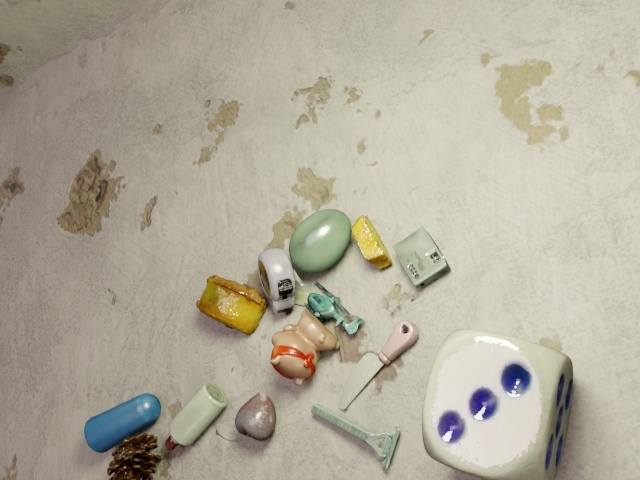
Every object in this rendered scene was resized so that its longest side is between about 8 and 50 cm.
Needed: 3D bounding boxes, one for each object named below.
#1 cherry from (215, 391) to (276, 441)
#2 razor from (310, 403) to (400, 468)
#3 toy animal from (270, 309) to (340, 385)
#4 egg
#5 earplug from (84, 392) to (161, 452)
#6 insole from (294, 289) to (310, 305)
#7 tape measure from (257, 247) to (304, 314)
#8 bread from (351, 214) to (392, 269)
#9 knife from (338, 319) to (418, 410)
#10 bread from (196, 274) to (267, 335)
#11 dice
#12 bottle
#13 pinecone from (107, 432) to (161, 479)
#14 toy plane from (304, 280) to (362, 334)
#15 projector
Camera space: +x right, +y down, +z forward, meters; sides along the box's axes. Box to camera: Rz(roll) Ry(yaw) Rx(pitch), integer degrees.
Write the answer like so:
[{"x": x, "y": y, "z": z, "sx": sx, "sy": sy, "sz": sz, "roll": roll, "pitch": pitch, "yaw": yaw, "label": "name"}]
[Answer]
[{"x": -0.222, "y": 0.542, "z": 1.689, "sx": 0.188, "sy": 0.115, "sz": 0.148, "roll": 7, "pitch": 95, "yaw": 37, "label": "cherry"}, {"x": 0.087, "y": 0.533, "z": 1.549, "sx": 0.277, "sy": 0.056, "sz": 0.111, "roll": 16, "pitch": 82, "yaw": 33, "label": "razor"}, {"x": -0.057, "y": 0.328, "z": 1.642, "sx": 0.197, "sy": 0.171, "sz": 0.171, "roll": -44, "pitch": 55, "yaw": -13, "label": "toy animal"}, {"x": 0.000, "y": 0.000, "z": 1.723, "sx": 0.231, "sy": 0.168, "sz": 0.168, "roll": -46, "pitch": 57, "yaw": 7, "label": "egg"}, {"x": -0.679, "y": 0.628, "z": 1.912, "sx": 0.272, "sy": 0.132, "sz": 0.133, "roll": -30, "pitch": 60, "yaw": 13, "label": "earplug"}, {"x": -0.115, "y": 0.180, "z": 1.818, "sx": 0.191, "sy": 0.010, "sz": 0.063, "roll": 10, "pitch": 77, "yaw": 32, "label": "insole"}, {"x": -0.132, "y": 0.116, "z": 1.752, "sx": 0.105, "sy": 0.178, "sz": 0.196, "roll": -13, "pitch": 59, "yaw": -18, "label": "tape measure"}, {"x": 0.153, "y": 0.000, "z": 1.677, "sx": 0.065, "sy": 0.103, "sz": 0.188, "roll": -33, "pitch": 64, "yaw": 18, "label": "bread"}, {"x": 0.153, "y": 0.359, "z": 1.587, "sx": 0.336, "sy": 0.043, "sz": 0.081, "roll": -47, "pitch": 51, "yaw": 9, "label": "knife"}, {"x": -0.321, "y": 0.205, "z": 1.846, "sx": 0.260, "sy": 0.147, "sz": 0.160, "roll": 22, "pitch": 81, "yaw": 33, "label": "bread"}, {"x": 0.417, "y": 0.386, "z": 1.266, "sx": 0.276, "sy": 0.304, "sz": 0.305, "roll": 7, "pitch": 76, "yaw": 31, "label": "dice"}, {"x": -0.420, "y": 0.589, "z": 1.787, "sx": 0.245, "sy": 0.104, "sz": 0.104, "roll": -48, "pitch": 57, "yaw": 6, "label": "bottle"}, {"x": -0.614, "y": 0.734, "z": 1.802, "sx": 0.179, "sy": 0.150, "sz": 0.195, "roll": -43, "pitch": 16, "yaw": 20, "label": "pinecone"}, {"x": 0.030, "y": 0.219, "z": 1.699, "sx": 0.096, "sy": 0.060, "sz": 0.235, "roll": -44, "pitch": 52, "yaw": -7, "label": "toy plane"}, {"x": 0.298, "y": 0.051, "z": 1.601, "sx": 0.115, "sy": 0.061, "sz": 0.147, "roll": -36, "pitch": 59, "yaw": 15, "label": "projector"}]
